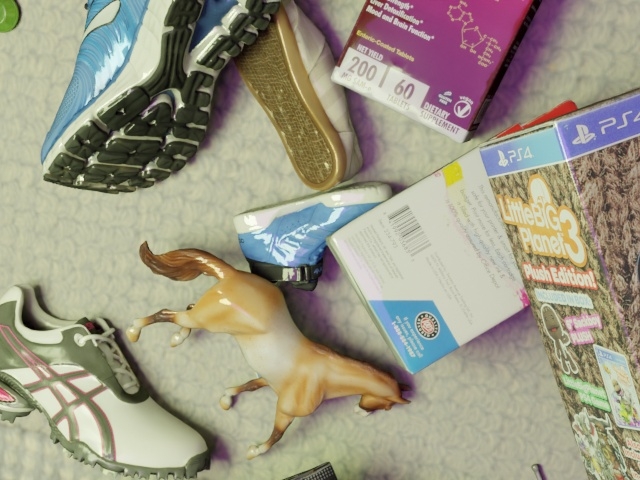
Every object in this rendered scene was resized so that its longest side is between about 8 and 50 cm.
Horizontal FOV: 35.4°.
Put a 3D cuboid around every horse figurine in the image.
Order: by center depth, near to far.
[{"bbox_3d":[-0.064,0.097,0.924,0.174,0.066,0.263,-31,106,33],"label":"horse figurine"}]

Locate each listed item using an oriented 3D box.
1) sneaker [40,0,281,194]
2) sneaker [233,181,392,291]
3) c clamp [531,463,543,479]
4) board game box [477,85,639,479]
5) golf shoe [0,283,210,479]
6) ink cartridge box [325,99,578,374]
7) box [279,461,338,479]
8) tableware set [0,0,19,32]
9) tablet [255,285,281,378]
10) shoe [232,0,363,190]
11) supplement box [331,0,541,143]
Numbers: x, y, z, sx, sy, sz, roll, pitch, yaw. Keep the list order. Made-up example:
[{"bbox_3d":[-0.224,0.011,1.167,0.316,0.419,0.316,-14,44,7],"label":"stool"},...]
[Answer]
[{"bbox_3d":[-0.158,-0.175,0.913,0.330,0.129,0.147,-48,51,28],"label":"sneaker"},{"bbox_3d":[0.000,0.000,0.918,0.152,0.058,0.085,-14,97,14],"label":"sneaker"},{"bbox_3d":[0.285,0.252,0.896,0.160,0.022,0.137,-16,94,17],"label":"c clamp"},{"bbox_3d":[0.288,0.021,0.751,0.232,0.141,0.291,-20,93,-12],"label":"board game box"},{"bbox_3d":[-0.223,0.144,0.980,0.273,0.105,0.120,24,97,10],"label":"golf shoe"},{"bbox_3d":[0.136,-0.005,0.848,0.231,0.078,0.134,-30,90,-4],"label":"ink cartridge box"},{"bbox_3d":[-0.029,0.359,0.901,0.216,0.060,0.270,-29,80,38],"label":"box"},{"bbox_3d":[-0.377,-0.210,1.009,0.154,0.024,0.104,-40,90,16],"label":"tableware set"},{"bbox_3d":[-0.050,0.090,0.972,0.054,0.006,0.083,-19,94,17],"label":"tablet"},{"bbox_3d":[-0.024,-0.149,0.908,0.076,0.058,0.219,-26,87,46],"label":"shoe"},{"bbox_3d":[0.120,-0.216,0.844,0.130,0.073,0.239,27,103,10],"label":"supplement box"}]
